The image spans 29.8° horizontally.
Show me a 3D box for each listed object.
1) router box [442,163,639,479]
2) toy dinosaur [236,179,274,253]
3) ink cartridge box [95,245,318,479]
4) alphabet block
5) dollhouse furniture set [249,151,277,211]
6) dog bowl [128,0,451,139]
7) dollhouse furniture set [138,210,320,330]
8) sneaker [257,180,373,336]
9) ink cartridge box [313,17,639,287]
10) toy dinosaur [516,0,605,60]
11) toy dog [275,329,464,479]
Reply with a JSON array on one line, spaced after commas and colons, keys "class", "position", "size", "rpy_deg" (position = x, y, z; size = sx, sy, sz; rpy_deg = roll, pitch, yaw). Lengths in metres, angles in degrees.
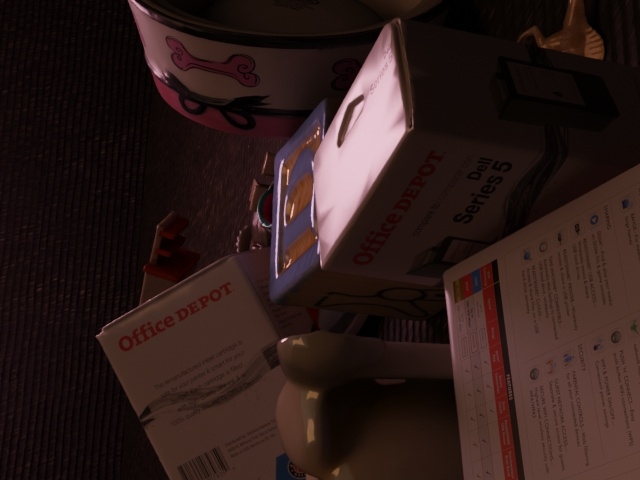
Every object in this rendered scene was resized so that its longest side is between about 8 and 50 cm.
[{"class": "router box", "position": [0.228, 0.119, 0.805], "size": [0.301, 0.082, 0.335], "rpy_deg": [-32, 49, 41]}, {"class": "toy dinosaur", "position": [-0.063, -0.028, 1.886], "size": [0.313, 0.121, 0.160], "rpy_deg": [109, 147, -42]}, {"class": "ink cartridge box", "position": [-0.098, 0.192, 1.492], "size": [0.307, 0.223, 0.129], "rpy_deg": [62, -160, 4]}, {"class": "alphabet block", "position": [0.064, -0.028, 1.358], "size": [0.192, 0.197, 0.193], "rpy_deg": [142, 133, -64]}, {"class": "dollhouse furniture set", "position": [0.000, -0.113, 1.654], "size": [0.101, 0.161, 0.182], "rpy_deg": [-125, 45, -65]}, {"class": "dog bowl", "position": [-0.040, -0.267, 1.504], "size": [0.408, 0.408, 0.150], "rpy_deg": [-109, 17, -56]}, {"class": "dollhouse furniture set", "position": [-0.114, 0.070, 1.689], "size": [0.262, 0.259, 0.135], "rpy_deg": [-57, -15, -67]}, {"class": "sneaker", "position": [0.000, 0.000, 1.559], "size": [0.124, 0.178, 0.295], "rpy_deg": [48, 128, 56]}, {"class": "ink cartridge box", "position": [0.151, -0.052, 0.966], "size": [0.198, 0.273, 0.115], "rpy_deg": [121, 152, -51]}, {"class": "toy dinosaur", "position": [0.238, -0.186, 1.156], "size": [0.092, 0.053, 0.183], "rpy_deg": [-1, 89, 57]}, {"class": "toy dog", "position": [0.066, 0.306, 1.077], "size": [0.395, 0.284, 0.408], "rpy_deg": [144, 130, -67]}]
